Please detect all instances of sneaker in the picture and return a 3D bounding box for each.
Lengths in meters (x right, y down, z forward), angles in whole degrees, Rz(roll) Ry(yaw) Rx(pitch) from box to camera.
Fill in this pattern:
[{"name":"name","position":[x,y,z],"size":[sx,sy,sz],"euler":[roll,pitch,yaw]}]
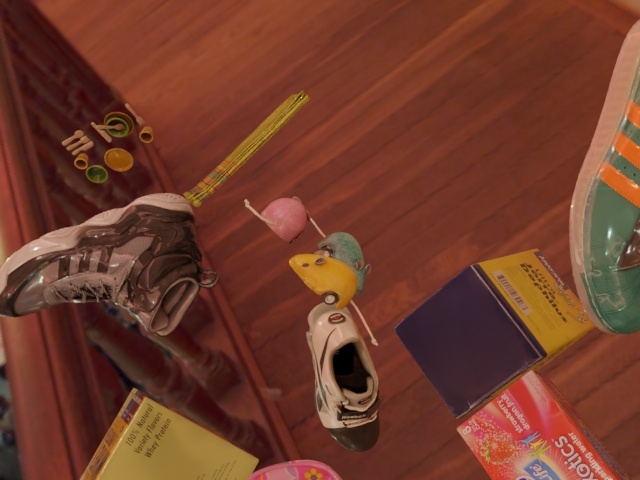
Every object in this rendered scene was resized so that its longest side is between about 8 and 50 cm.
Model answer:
[{"name":"sneaker","position":[0.306,-0.064,0.744],"size":[0.121,0.108,0.302],"euler":[3,77,59]},{"name":"sneaker","position":[-0.257,0.055,1.034],"size":[0.268,0.101,0.153],"euler":[-26,62,-9]},{"name":"sneaker","position":[0.054,0.288,1.618],"size":[0.122,0.330,0.146],"euler":[-21,27,-10]}]

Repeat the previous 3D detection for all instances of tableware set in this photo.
[{"name":"tableware set","position":[-0.341,-0.152,1.415],"size":[0.154,0.104,0.024],"euler":[-25,37,20]}]

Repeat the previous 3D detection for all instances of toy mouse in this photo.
[{"name":"toy mouse","position":[0.000,0.000,0.762],"size":[0.031,0.161,0.143],"euler":[-44,17,18]}]

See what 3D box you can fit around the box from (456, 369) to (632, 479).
[{"name":"box","position":[0.305,0.303,1.071],"size":[0.128,0.122,0.257],"euler":[-41,62,12]}]

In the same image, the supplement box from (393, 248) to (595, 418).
[{"name":"supplement box","position":[0.329,0.157,1.573],"size":[0.194,0.356,0.195],"euler":[-44,72,27]}]

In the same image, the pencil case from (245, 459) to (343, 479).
[{"name":"pencil case","position":[-0.028,0.326,0.887],"size":[0.124,0.284,0.124],"euler":[3,53,-4]}]

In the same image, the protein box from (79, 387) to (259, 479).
[{"name":"protein box","position":[-0.240,0.363,1.311],"size":[0.200,0.201,0.136],"euler":[-61,15,-13]}]

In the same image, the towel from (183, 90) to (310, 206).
[{"name":"towel","position":[-0.116,-0.142,1.313],"size":[0.237,0.021,0.102],"euler":[-44,18,-6]}]
